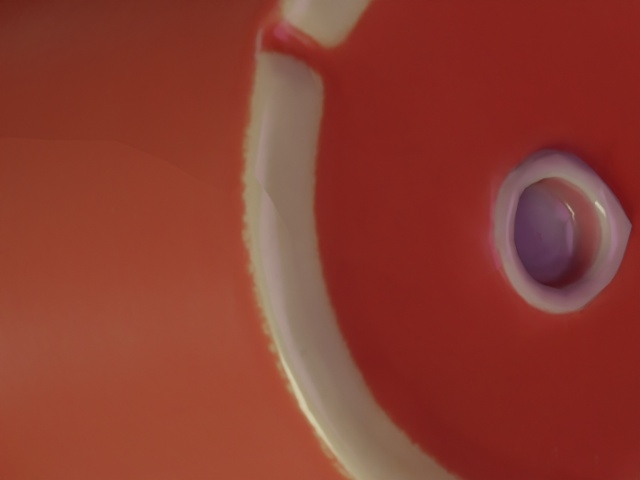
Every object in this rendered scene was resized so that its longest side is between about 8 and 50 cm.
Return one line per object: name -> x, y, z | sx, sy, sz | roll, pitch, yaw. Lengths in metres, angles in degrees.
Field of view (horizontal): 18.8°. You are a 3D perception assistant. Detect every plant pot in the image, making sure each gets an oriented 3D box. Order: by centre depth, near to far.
plant pot -> 0.000, 0.000, 0.589 | 0.275, 0.243, 0.274 | 3, 85, -33
